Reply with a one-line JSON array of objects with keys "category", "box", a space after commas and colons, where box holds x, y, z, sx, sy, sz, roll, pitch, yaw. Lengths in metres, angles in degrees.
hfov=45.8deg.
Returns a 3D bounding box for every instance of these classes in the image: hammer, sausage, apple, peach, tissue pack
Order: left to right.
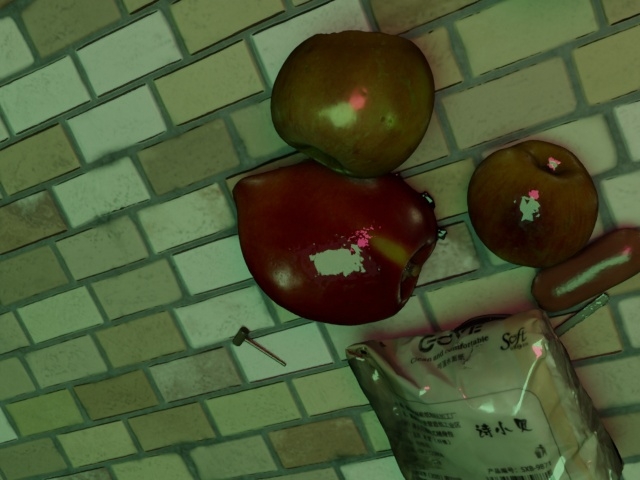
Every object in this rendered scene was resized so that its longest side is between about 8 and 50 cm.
[{"category": "hammer", "box": [-0.111, 0.205, 1.423, 0.110, 0.019, 0.035, 33, 117, -3]}, {"category": "peach", "box": [0.000, 0.000, 1.201, 0.361, 0.201, 0.258, 22, 117, 8]}, {"category": "apple", "box": [0.049, -0.206, 1.100, 0.237, 0.237, 0.207, 24, 84, 7]}, {"category": "tissue pack", "box": [0.261, 0.304, 1.237, 0.375, 0.195, 0.390, -17, 107, 30]}, {"category": "apple", "box": [0.310, -0.048, 1.125, 0.195, 0.160, 0.173, 29, 138, 12]}, {"category": "sausage", "box": [0.413, 0.048, 1.164, 0.194, 0.077, 0.077, -33, 99, 24]}]

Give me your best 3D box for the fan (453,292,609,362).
[{"category": "fan", "box": [0.359, 0.215, 1.280, 0.294, 0.012, 0.223, -14, 106, 23]}]
